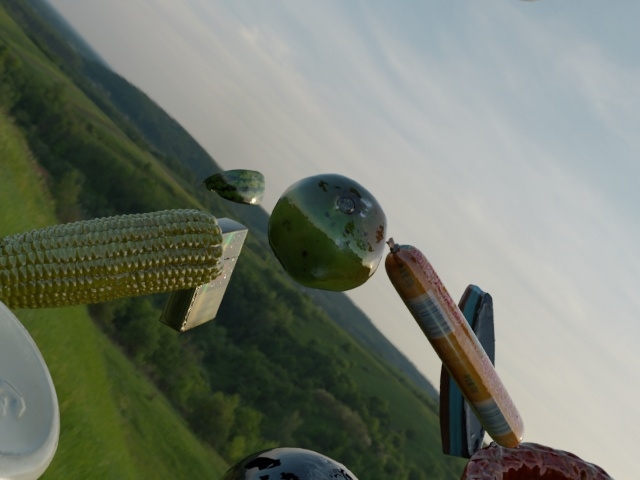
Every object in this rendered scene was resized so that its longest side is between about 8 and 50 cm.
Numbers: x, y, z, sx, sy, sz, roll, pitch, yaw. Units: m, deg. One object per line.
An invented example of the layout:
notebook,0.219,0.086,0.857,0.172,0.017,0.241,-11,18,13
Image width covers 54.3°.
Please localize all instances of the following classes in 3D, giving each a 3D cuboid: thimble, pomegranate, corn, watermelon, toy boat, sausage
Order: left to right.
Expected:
corn,-0.313,0.029,0.923,0.131,0.345,0.131,170,-90,-67
watermelon,-0.176,-0.110,1.400,0.163,0.087,0.068,4,65,-39
pomegranate,0.000,0.000,0.932,0.180,0.180,0.210,46,-39,0
sausage,0.172,0.136,0.773,0.347,0.053,0.053,56,-6,-19
toy boat,0.342,0.291,1.409,0.136,0.391,0.079,10,-9,-17
thimble,0.397,0.531,1.094,0.350,0.230,0.350,10,22,-4

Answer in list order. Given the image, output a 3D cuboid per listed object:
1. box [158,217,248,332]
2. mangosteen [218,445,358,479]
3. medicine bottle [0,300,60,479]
box,-0.257,0.073,1.381,0.071,0.240,0.159,26,14,16
mangosteen,-0.066,0.483,0.935,0.307,0.347,0.307,46,16,-18
medicine bottle,-0.419,0.185,0.509,0.208,0.340,0.208,60,1,-1
